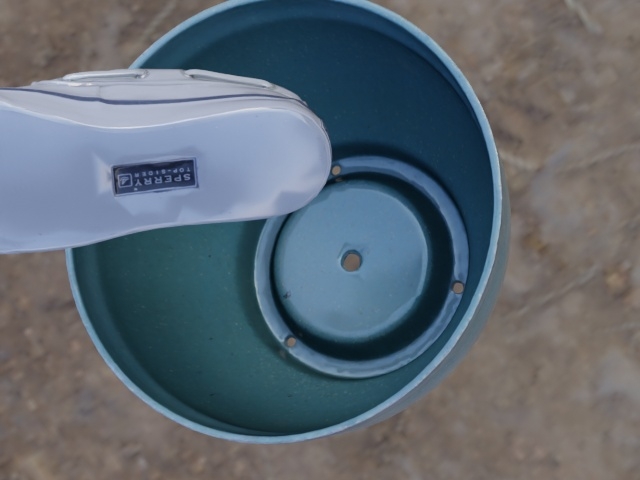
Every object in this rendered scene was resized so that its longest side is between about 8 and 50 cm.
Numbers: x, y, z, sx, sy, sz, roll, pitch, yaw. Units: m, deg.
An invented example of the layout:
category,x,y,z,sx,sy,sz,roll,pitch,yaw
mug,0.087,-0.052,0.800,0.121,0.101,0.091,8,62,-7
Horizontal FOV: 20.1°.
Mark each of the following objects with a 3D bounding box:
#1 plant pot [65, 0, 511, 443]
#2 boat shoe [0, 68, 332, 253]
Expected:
category,x,y,z,sx,sy,sz,roll,pitch,yaw
plant pot,0.000,0.000,1.227,0.293,0.196,0.293,-4,78,17
boat shoe,-0.126,-0.050,1.019,0.084,0.258,0.095,-114,28,-63
